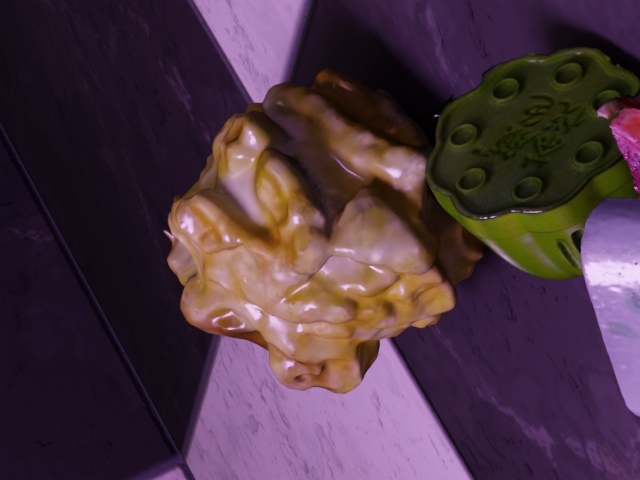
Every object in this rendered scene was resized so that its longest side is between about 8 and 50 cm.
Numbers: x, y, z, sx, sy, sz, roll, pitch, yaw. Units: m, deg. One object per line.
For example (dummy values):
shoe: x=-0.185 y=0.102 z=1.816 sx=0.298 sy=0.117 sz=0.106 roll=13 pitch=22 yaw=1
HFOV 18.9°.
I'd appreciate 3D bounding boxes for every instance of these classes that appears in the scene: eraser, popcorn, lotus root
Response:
eraser: x=0.301 y=0.053 z=1.276 sx=0.227 sy=0.081 sz=0.174 roll=2 pitch=122 yaw=38
popcorn: x=-0.001 y=-0.016 z=1.865 sx=0.312 sy=0.312 sz=0.312 roll=53 pitch=158 yaw=32
lotus root: x=0.194 y=-0.035 z=1.517 sx=0.186 sy=0.186 sz=0.186 roll=53 pitch=158 yaw=32

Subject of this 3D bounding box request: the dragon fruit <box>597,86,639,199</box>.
dragon fruit: x=0.274 y=-0.049 z=1.347 sx=0.147 sy=0.102 sz=0.096 roll=64 pitch=172 yaw=-29
